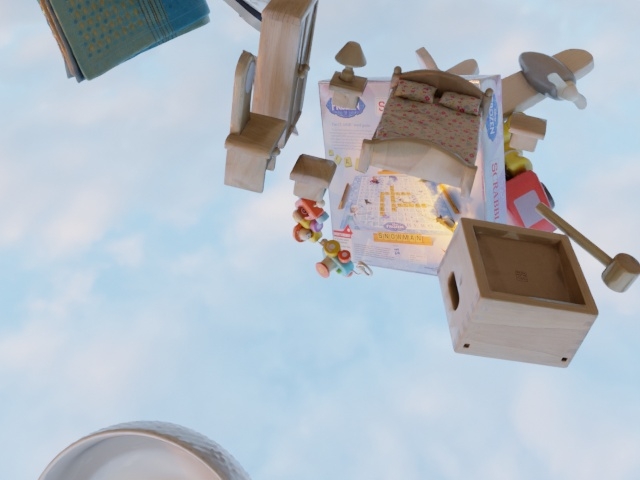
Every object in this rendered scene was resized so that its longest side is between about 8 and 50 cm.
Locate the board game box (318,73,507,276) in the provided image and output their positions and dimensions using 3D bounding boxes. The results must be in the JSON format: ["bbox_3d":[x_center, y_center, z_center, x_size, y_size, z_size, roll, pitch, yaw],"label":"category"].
[{"bbox_3d":[0.147,-0.106,1.457,0.318,0.318,0.066,9,-159,40],"label":"board game box"}]

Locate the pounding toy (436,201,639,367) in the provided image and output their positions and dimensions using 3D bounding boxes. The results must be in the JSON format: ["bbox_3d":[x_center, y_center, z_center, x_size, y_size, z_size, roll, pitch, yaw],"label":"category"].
[{"bbox_3d":[0.238,0.047,0.978,0.206,0.094,0.181,9,-141,-11],"label":"pounding toy"}]

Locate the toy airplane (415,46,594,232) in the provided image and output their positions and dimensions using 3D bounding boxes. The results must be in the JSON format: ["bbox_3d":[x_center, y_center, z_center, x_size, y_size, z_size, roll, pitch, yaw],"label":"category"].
[{"bbox_3d":[0.270,-0.210,1.616,0.384,0.272,0.386,14,-105,16],"label":"toy airplane"}]

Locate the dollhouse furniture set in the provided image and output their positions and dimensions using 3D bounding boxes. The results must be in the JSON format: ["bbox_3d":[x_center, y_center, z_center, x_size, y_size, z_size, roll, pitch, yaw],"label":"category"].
[{"bbox_3d":[0.101,-0.165,1.049,0.355,0.174,0.303,14,-145,6],"label":"dollhouse furniture set"}]

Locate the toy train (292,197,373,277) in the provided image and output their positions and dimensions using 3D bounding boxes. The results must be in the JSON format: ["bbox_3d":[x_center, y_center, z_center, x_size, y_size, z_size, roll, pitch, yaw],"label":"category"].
[{"bbox_3d":[0.000,0.000,1.302,0.046,0.166,0.125,-41,-166,-16],"label":"toy train"}]

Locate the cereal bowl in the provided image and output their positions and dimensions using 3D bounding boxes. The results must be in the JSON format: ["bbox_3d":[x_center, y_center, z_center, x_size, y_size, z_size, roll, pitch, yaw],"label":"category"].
[{"bbox_3d":[-0.208,0.391,1.166,0.339,0.339,0.141,6,-174,16],"label":"cereal bowl"}]

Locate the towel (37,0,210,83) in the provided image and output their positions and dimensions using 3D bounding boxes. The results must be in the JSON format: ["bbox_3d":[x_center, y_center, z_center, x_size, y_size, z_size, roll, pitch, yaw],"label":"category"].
[{"bbox_3d":[-0.303,-0.430,1.210,0.040,0.370,0.271,-1,-153,43],"label":"towel"}]

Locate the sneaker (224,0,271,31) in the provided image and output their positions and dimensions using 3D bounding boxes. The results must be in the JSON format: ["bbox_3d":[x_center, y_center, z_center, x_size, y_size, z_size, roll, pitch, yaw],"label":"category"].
[{"bbox_3d":[-0.126,-0.388,1.248,0.095,0.235,0.090,-44,-139,17],"label":"sneaker"}]

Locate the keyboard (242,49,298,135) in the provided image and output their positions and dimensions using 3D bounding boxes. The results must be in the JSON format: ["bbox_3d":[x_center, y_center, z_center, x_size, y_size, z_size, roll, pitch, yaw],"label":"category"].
[{"bbox_3d":[-0.093,-0.271,1.628,0.072,0.014,0.256,17,-147,-27],"label":"keyboard"}]
